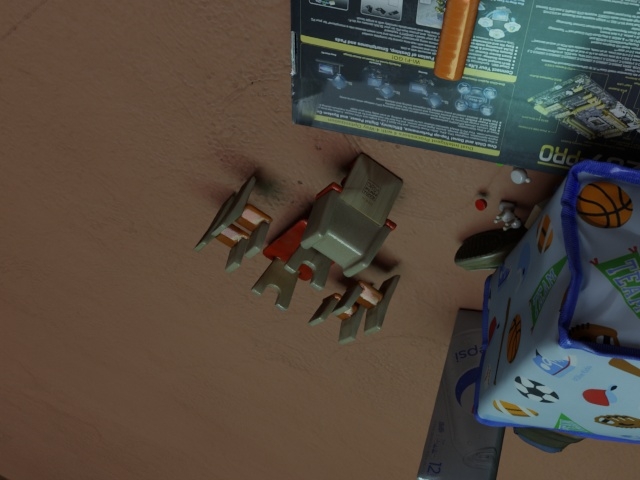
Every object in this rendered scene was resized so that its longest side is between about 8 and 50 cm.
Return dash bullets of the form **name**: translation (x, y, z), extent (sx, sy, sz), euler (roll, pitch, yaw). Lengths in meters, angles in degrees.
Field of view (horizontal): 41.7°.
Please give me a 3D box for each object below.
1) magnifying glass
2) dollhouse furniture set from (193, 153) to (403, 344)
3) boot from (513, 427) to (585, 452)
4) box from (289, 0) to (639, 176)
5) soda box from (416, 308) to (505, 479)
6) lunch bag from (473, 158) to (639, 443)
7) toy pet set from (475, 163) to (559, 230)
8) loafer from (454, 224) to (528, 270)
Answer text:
- **magnifying glass**: translation (0.131, -0.241, 0.726), extent (0.092, 0.026, 0.231), euler (15, 134, 9)
- **dollhouse furniture set**: translation (0.000, 0.000, 1.148), extent (0.262, 0.135, 0.259), euler (34, 150, -13)
- **boot**: translation (0.312, 0.279, 1.322), extent (0.219, 0.082, 0.106), euler (21, 138, -1)
- **box**: translation (0.167, -0.221, 0.820), extent (0.395, 0.097, 0.318), euler (12, 137, 11)
- **soda box**: translation (0.210, 0.234, 1.158), extent (0.091, 0.286, 0.098), euler (6, 136, 19)
- **lunch bag**: translation (0.393, 0.090, 0.891), extent (0.386, 0.238, 0.328), euler (10, 158, 1)
- **toy pet set**: translation (0.261, -0.059, 1.004), extent (0.114, 0.065, 0.122), euler (47, 145, 26)
- **loafer**: translation (0.242, 0.016, 1.080), extent (0.148, 0.056, 0.050), euler (-15, 122, 36)
